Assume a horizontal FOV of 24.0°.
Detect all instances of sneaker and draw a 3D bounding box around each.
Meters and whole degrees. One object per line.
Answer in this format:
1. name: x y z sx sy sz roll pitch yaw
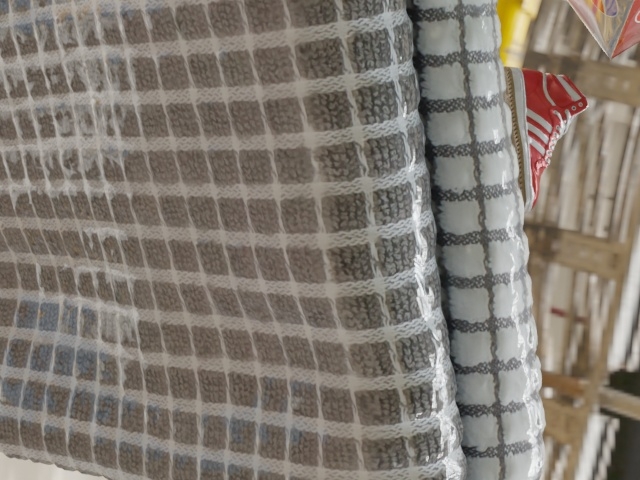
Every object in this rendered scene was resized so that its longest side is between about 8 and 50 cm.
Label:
1. sneaker: 0.177 -0.079 1.177 0.042 0.067 0.119 136 -47 -69

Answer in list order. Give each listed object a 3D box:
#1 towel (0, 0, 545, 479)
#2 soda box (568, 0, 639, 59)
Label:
1. towel: -0.050 -0.008 0.639 0.283 0.121 0.235 2 -72 45
2. soda box: 0.275 -0.253 1.268 0.092 0.263 0.083 -31 -105 -7
